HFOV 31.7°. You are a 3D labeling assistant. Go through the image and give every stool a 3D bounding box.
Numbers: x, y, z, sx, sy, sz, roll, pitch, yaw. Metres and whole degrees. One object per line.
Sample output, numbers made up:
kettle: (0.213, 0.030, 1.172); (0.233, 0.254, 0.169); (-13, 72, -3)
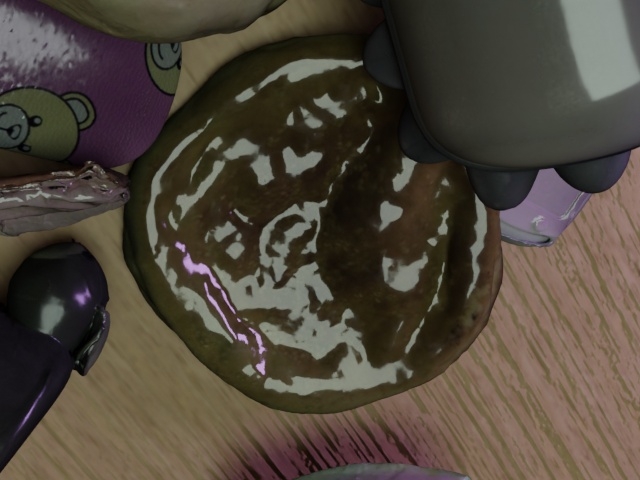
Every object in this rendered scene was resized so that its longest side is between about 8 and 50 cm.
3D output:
stool: (-0.247, 0.092, 0.753); (0.139, 0.228, 0.153); (38, 139, -6)

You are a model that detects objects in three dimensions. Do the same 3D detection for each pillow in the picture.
pillow: (-0.242, -0.019, 0.703); (0.248, 0.135, 0.049); (-7, 88, -16)

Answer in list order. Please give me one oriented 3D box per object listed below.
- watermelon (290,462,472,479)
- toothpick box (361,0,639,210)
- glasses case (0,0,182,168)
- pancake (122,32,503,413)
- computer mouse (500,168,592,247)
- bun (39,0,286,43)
watermelon: (0.031, 0.321, 0.894); (0.224, 0.180, 0.305); (-2, 113, -1)
toothpick box: (0.125, -0.177, 0.690); (0.229, 0.229, 0.316); (-17, 103, -10)
glasses case: (-0.240, -0.132, 0.689); (0.316, 0.076, 0.123); (14, 105, -24)
pancake: (0.000, 0.000, 0.817); (0.294, 0.049, 0.294); (-2, 110, -6)
computer mouse: (0.191, -0.108, 0.844); (0.126, 0.056, 0.245); (24, 109, -20)
bun: (-0.107, -0.202, 0.646); (0.231, 0.231, 0.133); (35, 134, -26)
